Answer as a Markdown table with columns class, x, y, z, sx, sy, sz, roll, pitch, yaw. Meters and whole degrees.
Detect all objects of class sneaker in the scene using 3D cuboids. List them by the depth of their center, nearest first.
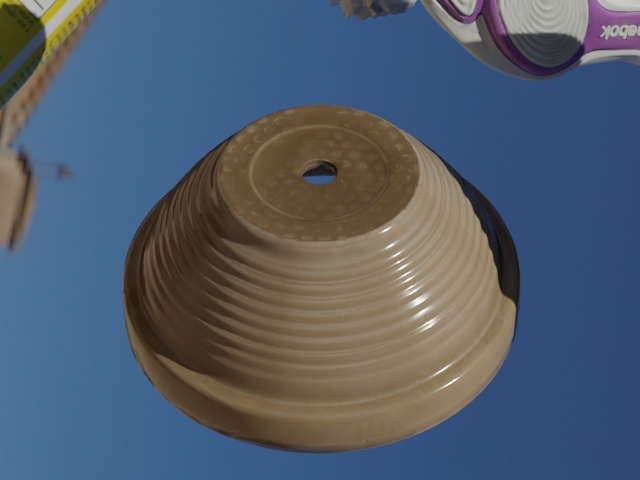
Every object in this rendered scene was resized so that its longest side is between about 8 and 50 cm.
| class | x | y | z | sx | sy | sz | roll | pitch | yaw |
| --- | --- | --- | --- | --- | --- | --- | --- | --- | --- |
| sneaker | 0.196 | -0.196 | 1.556 | 0.152 | 0.305 | 0.114 | 45 | -57 | 55 |

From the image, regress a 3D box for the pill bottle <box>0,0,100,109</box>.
| class | x | y | z | sx | sy | sz | roll | pitch | yaw |
| --- | --- | --- | --- | --- | --- | --- | --- | --- | --- |
| pill bottle | -0.292 | -0.222 | 1.604 | 0.334 | 0.188 | 0.188 | -48 | -161 | -8 |

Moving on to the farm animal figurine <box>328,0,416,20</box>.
| class | x | y | z | sx | sy | sz | roll | pitch | yaw |
| --- | --- | --- | --- | --- | --- | --- | --- | --- | --- |
| farm animal figurine | -0.069 | -0.329 | 1.403 | 0.172 | 0.327 | 0.330 | 133 | -31 | -57 |

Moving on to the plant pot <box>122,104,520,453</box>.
| class | x | y | z | sx | sy | sz | roll | pitch | yaw |
| --- | --- | --- | --- | --- | --- | --- | --- | --- | --- |
| plant pot | 0.000 | 0.000 | 1.113 | 0.109 | 0.237 | 0.237 | 89 | -7 | -46 |
